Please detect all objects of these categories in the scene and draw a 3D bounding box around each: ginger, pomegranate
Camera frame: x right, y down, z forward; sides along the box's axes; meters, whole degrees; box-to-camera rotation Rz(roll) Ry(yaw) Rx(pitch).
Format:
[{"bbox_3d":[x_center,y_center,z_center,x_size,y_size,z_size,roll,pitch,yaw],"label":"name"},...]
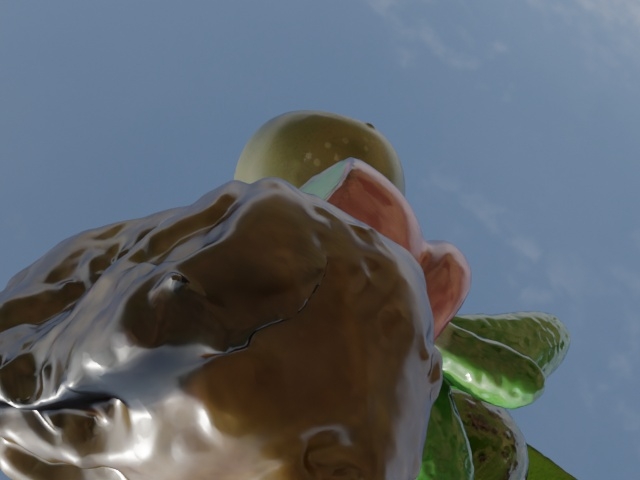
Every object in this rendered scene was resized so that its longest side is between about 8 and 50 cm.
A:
[{"bbox_3d":[-0.059,0.080,0.546,0.223,0.269,0.200,53,-143,-20],"label":"ginger"},{"bbox_3d":[0.161,0.312,1.204,0.231,0.231,0.286,30,-160,-4],"label":"pomegranate"}]

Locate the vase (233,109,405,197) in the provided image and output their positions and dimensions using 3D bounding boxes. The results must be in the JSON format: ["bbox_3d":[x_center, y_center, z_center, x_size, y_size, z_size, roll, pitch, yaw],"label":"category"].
[{"bbox_3d":[0.000,0.000,1.321,0.241,0.329,0.302,7,-105,23],"label":"vase"}]

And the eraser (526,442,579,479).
[{"bbox_3d":[0.305,0.464,1.446,0.274,0.092,0.210,-37,-131,-27],"label":"eraser"}]

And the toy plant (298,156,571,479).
[{"bbox_3d":[0.094,0.081,0.943,0.356,0.210,0.317,45,-124,-6],"label":"toy plant"}]
